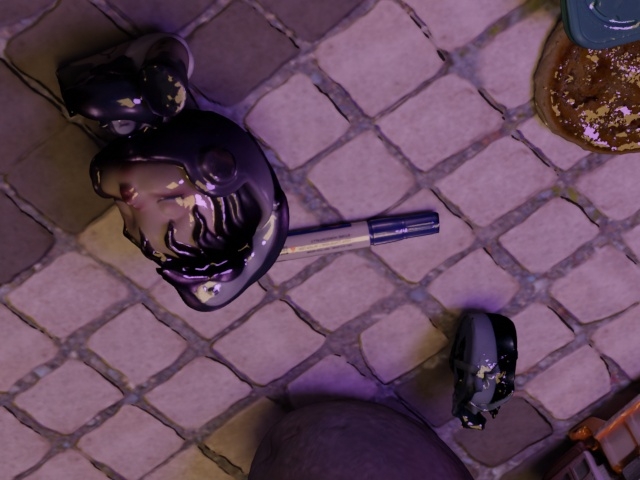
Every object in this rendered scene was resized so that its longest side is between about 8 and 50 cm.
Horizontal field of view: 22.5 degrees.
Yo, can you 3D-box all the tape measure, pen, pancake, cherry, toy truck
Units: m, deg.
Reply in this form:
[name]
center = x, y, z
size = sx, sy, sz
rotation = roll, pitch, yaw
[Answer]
[tape measure]
center = 0.144, 0.108, 1.424
size = 0.054, 0.091, 0.094
rotation = 5, 144, -7
[pen]
center = 0.000, 0.000, 1.349
size = 0.204, 0.025, 0.025
rotation = -10, 129, -5
[pancake]
center = 0.246, -0.134, 1.290
size = 0.158, 0.028, 0.158
rotation = -5, 126, -6
[cherry]
center = 0.042, 0.239, 1.436
size = 0.213, 0.266, 0.183
rotation = 21, 85, -27
[toy truck]
center = 0.326, 0.197, 1.504
size = 0.114, 0.135, 0.270
rotation = 36, 109, -29

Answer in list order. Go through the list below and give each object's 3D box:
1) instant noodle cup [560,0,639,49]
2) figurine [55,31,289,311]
[instant noodle cup]
center = 0.254, -0.235, 1.187
size = 0.179, 0.070, 0.157
rotation = -14, 128, 0
[figurine]
center = -0.105, -0.055, 1.233
size = 0.145, 0.145, 0.222
rotation = -21, 118, 6
